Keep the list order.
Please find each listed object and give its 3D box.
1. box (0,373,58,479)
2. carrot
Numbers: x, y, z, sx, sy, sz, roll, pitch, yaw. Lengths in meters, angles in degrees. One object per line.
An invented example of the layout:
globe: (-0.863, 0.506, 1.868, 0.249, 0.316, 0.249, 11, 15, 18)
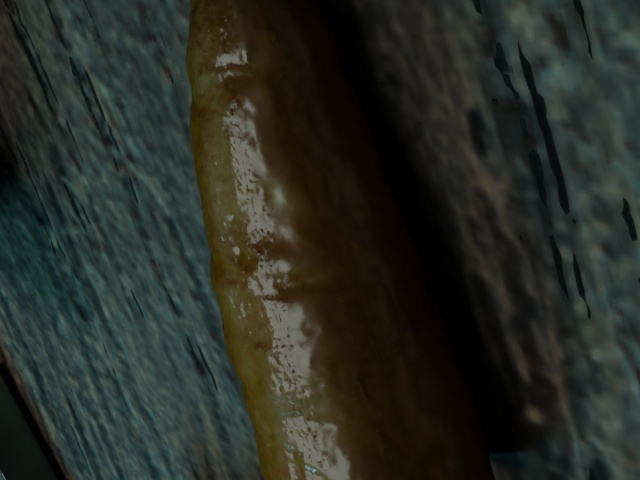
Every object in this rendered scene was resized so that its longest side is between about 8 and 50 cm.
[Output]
box: (-0.178, 0.153, 0.749, 0.115, 0.036, 0.177, -9, 109, 53)
carrot: (0.000, 0.000, 0.380, 0.072, 0.072, 0.205, 6, 115, 50)
